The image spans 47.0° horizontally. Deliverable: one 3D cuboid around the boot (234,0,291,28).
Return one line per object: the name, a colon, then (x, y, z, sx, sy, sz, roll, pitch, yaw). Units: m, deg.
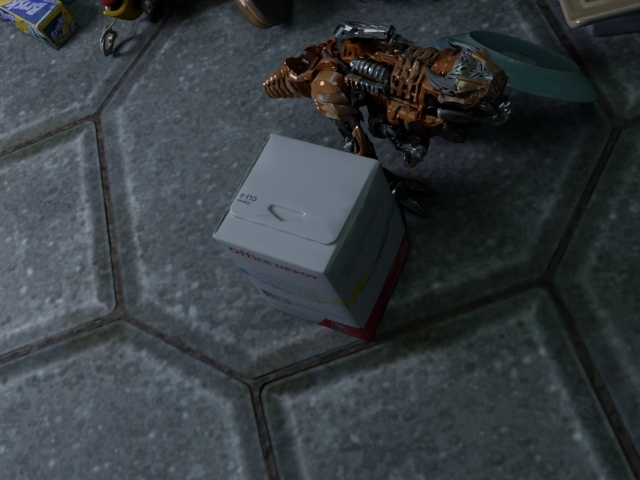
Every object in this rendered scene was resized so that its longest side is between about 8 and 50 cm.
boot: (-0.135, -0.399, 1.074, 0.115, 0.112, 0.305, -41, 58, 29)

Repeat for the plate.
plate: (0.218, -0.197, 0.804, 0.188, 0.024, 0.188, 13, 28, -7)

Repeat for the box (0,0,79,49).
box: (-0.463, -0.365, 1.167, 0.169, 0.054, 0.059, 31, 76, 28)

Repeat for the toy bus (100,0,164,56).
toy bus: (-0.246, -0.385, 1.055, 0.104, 0.202, 0.191, 13, 58, 4)

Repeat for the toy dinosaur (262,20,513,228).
toy dinosaur: (0.063, -0.156, 0.774, 0.164, 0.218, 0.322, -44, 43, 0)

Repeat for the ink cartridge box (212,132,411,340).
ink cartridge box: (0.000, 0.000, 0.750, 0.128, 0.176, 0.127, 17, 69, 25)

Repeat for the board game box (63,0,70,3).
board game box: (-0.402, -0.588, 1.248, 0.308, 0.086, 0.302, -41, 59, -6)

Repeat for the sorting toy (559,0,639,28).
sorting toy: (0.358, -0.328, 0.838, 0.193, 0.038, 0.208, -12, 55, 11)

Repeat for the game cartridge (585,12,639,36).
game cartridge: (0.397, -0.385, 0.903, 0.198, 0.062, 0.297, -1, 63, 13)

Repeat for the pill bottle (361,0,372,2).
pill bottle: (-0.014, -0.425, 0.980, 0.245, 0.130, 0.130, 30, 75, 14)
